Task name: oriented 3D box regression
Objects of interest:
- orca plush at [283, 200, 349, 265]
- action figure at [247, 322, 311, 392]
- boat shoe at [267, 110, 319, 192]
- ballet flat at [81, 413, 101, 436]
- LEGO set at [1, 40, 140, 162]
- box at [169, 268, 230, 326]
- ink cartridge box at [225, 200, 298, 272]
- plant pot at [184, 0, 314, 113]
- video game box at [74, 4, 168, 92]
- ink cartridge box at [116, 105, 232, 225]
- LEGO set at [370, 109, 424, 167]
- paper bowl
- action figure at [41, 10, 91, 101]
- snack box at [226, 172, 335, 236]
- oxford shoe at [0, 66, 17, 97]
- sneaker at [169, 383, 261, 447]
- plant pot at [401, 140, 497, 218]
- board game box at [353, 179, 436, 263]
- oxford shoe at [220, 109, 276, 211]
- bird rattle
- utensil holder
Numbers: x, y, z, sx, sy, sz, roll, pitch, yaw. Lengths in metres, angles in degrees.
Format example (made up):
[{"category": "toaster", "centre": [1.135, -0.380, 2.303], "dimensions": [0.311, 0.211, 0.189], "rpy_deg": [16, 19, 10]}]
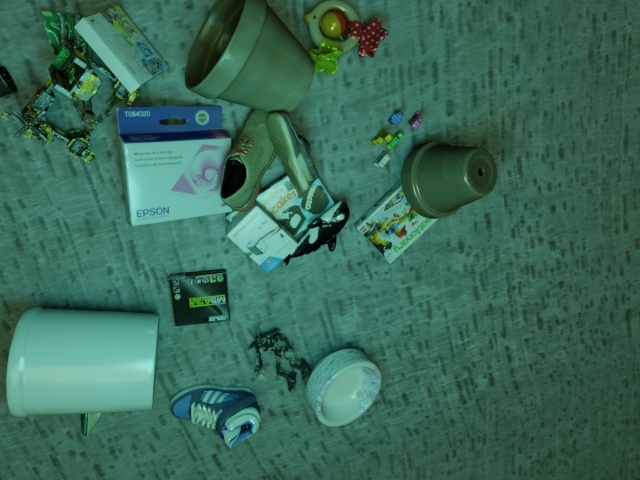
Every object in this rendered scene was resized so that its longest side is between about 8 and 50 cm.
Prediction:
[{"category": "orca plush", "centre": [0.000, 0.000, 1.679], "dimensions": [0.287, 0.151, 0.102], "rpy_deg": [-38, 74, 2]}, {"category": "action figure", "centre": [-0.155, 0.421, 1.810], "dimensions": [0.164, 0.141, 0.276], "rpy_deg": [-37, 114, 14]}, {"category": "boat shoe", "centre": [-0.076, -0.275, 1.526], "dimensions": [0.092, 0.102, 0.285], "rpy_deg": [-39, 134, -18]}, {"category": "ballet flat", "centre": [-0.791, 0.563, 1.754], "dimensions": [0.086, 0.086, 0.249], "rpy_deg": [1, 108, -13]}, {"category": "LEGO set", "centre": [-0.649, -0.356, 1.368], "dimensions": [0.331, 0.192, 0.255], "rpy_deg": [-43, 135, 1]}, {"category": "box", "centre": [-0.409, 0.196, 1.726], "dimensions": [0.190, 0.045, 0.184], "rpy_deg": [-4, 107, -10]}, {"category": "ink cartridge box", "centre": [-0.188, -0.012, 1.618], "dimensions": [0.139, 0.082, 0.190], "rpy_deg": [-44, 113, 6]}, {"category": "plant pot", "centre": [-0.178, -0.501, 1.415], "dimensions": [0.280, 0.323, 0.323], "rpy_deg": [24, 103, -33]}, {"category": "video game box", "centre": [-0.534, -0.524, 1.377], "dimensions": [0.048, 0.187, 0.205], "rpy_deg": [-26, 115, 28]}, {"category": "ink cartridge box", "centre": [-0.421, -0.227, 1.502], "dimensions": [0.323, 0.071, 0.331], "rpy_deg": [-12, 114, -34]}, {"category": "LEGO set", "centre": [0.241, -0.345, 1.656], "dimensions": [0.087, 0.093, 0.227], "rpy_deg": [37, 98, -21]}, {"category": "paper bowl", "centre": [0.073, 0.527, 1.864], "dimensions": [0.284, 0.148, 0.285], "rpy_deg": [-16, 122, -27]}, {"category": "action figure", "centre": [-0.695, -0.509, 1.415], "dimensions": [0.137, 0.063, 0.233], "rpy_deg": [-1, 112, -16]}, {"category": "snack box", "centre": [-0.129, -0.100, 1.676], "dimensions": [0.321, 0.060, 0.187], "rpy_deg": [-34, 112, 1]}, {"category": "oxford shoe", "centre": [-0.929, -0.492, 1.356], "dimensions": [0.096, 0.083, 0.227], "rpy_deg": [-21, 111, 0]}, {"category": "sneaker", "centre": [-0.370, 0.623, 1.777], "dimensions": [0.322, 0.236, 0.130], "rpy_deg": [0, 109, -13]}, {"category": "plant pot", "centre": [0.433, -0.204, 1.628], "dimensions": [0.262, 0.229, 0.263], "rpy_deg": [1, 89, -32]}, {"category": "board game box", "centre": [0.290, -0.090, 1.776], "dimensions": [0.305, 0.053, 0.193], "rpy_deg": [-44, 112, 5]}, {"category": "oxford shoe", "centre": [-0.212, -0.261, 1.525], "dimensions": [0.122, 0.130, 0.349], "rpy_deg": [13, 85, 14]}, {"category": "bird rattle", "centre": [0.062, -0.623, 1.510], "dimensions": [0.253, 0.143, 0.207], "rpy_deg": [-31, 96, -4]}, {"category": "utensil holder", "centre": [-0.712, 0.372, 1.576], "dimensions": [0.384, 0.327, 0.328], "rpy_deg": [3, 108, -16]}]
